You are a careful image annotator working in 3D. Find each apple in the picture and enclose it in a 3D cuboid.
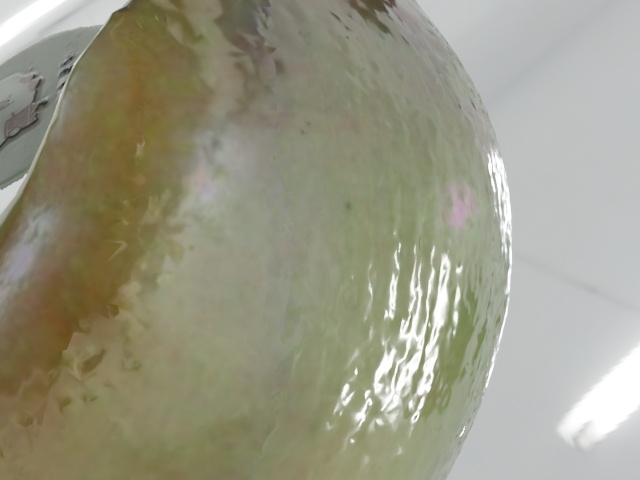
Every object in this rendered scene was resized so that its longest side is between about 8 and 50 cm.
[{"bbox_3d":[0.000,0.000,0.428,0.120,0.265,0.193,20,-86,15],"label":"apple"}]

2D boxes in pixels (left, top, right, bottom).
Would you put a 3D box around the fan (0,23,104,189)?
[{"bbox_3d":[-0.287,-0.067,1.078,0.329,0.009,0.191,-27,-143,13],"label":"fan"}]
